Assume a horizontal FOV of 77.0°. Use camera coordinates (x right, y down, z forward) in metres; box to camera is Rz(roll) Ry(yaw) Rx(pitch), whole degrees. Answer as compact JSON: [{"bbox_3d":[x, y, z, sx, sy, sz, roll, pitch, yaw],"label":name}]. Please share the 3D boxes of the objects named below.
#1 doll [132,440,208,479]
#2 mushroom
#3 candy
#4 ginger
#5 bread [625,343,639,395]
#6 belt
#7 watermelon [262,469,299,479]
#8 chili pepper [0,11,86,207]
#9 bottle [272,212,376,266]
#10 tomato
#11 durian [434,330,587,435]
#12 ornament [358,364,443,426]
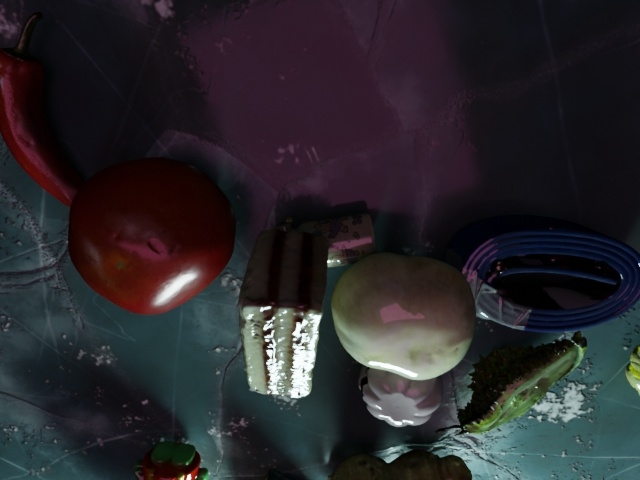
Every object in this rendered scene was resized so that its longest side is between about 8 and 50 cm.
[{"bbox_3d":[-0.387,0.682,1.008,0.183,0.160,0.363,9,110,-9],"label":"doll"},{"bbox_3d":[0.152,0.123,0.758,0.254,0.234,0.260,-25,113,15],"label":"mushroom"},{"bbox_3d":[-0.066,0.142,0.741,0.135,0.179,0.320,8,136,-1],"label":"candy"},{"bbox_3d":[0.178,0.602,0.968,0.375,0.176,0.256,-19,125,6],"label":"ginger"},{"bbox_3d":[0.769,0.279,0.865,0.213,0.105,0.213,1,106,3],"label":"bread"},{"bbox_3d":[0.430,0.063,0.794,0.347,0.117,0.212,4,108,-1],"label":"belt"},{"bbox_3d":[-0.082,0.730,1.054,0.226,0.148,0.318,-19,123,26],"label":"watermelon"},{"bbox_3d":[-0.514,-0.209,0.749,0.137,0.092,0.368,-14,117,-13],"label":"chili pepper"},{"bbox_3d":[0.000,0.000,0.792,0.209,0.097,0.110,-8,93,5],"label":"bottle"},{"bbox_3d":[-0.305,0.000,0.733,0.298,0.226,0.298,-1,111,-2],"label":"tomato"},{"bbox_3d":[0.409,0.314,0.885,0.375,0.106,0.132,-43,105,14],"label":"durian"},{"bbox_3d":[0.173,0.301,0.870,0.177,0.177,0.177,0,109,1],"label":"ornament"}]
